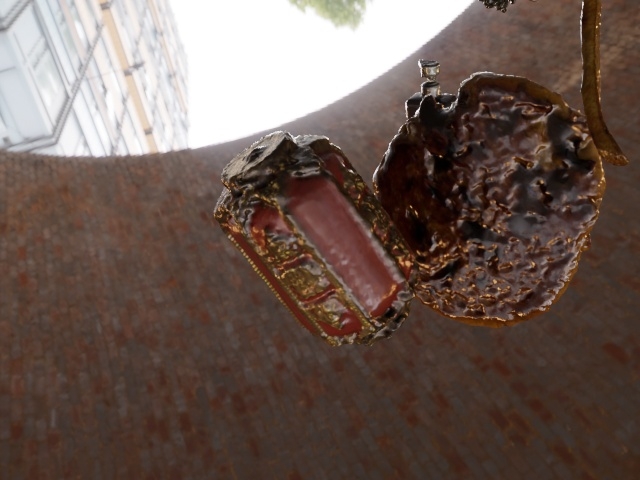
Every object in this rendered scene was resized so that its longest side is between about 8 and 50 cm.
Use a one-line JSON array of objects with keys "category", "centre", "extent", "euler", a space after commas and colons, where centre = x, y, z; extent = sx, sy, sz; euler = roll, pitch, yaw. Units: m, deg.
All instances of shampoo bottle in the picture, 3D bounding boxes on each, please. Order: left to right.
[{"category": "shampoo bottle", "centre": [0.234, -0.220, 1.495], "extent": [0.098, 0.310, 0.071], "euler": [13, -142, 30]}]

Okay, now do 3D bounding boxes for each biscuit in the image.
[{"category": "biscuit", "centre": [0.211, -0.050, 0.934], "extent": [0.289, 0.334, 0.081], "euler": [31, -152, 18]}]

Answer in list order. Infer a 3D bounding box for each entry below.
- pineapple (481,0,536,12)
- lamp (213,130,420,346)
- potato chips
[{"category": "pineapple", "centre": [0.339, -0.420, 1.118], "extent": [0.197, 0.108, 0.108], "euler": [-24, -154, 24]}, {"category": "lamp", "centre": [0.000, 0.000, 0.850], "extent": [0.177, 0.274, 0.177], "euler": [-32, -157, 16]}, {"category": "potato chips", "centre": [0.296, -0.173, 0.765], "extent": [0.037, 0.026, 0.204], "euler": [-8, -112, 21]}]
